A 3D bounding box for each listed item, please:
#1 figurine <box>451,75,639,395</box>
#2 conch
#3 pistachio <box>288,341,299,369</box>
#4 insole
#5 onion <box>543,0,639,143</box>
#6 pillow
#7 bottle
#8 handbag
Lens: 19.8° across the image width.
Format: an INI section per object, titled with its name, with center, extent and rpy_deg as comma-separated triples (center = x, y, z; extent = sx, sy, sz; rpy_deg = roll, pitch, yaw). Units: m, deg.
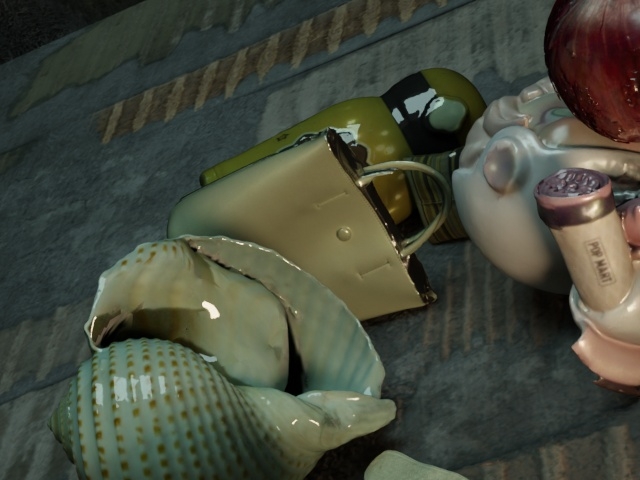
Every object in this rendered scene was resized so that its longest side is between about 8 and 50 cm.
[figurine]
center = 0.257, -0.029, 1.810
extent = 0.211, 0.253, 0.361
rpy_deg = -54, 27, 14
[conch]
center = -0.110, 0.160, 1.844
extent = 0.215, 0.319, 0.303
rpy_deg = 130, 143, -49
[pistachio]
center = -0.061, 0.124, 2.002
extent = 0.189, 0.110, 0.100
rpy_deg = -17, 51, 27
[insole]
center = 0.100, 0.237, 1.734
extent = 0.063, 0.010, 0.192
rpy_deg = -38, 27, -18
[onion]
center = 0.335, -0.189, 1.710
extent = 0.252, 0.219, 0.252
rpy_deg = -26, 40, 24
[pillow]
center = 0.192, -0.059, 2.078
extent = 0.203, 0.113, 0.038
rpy_deg = -11, 15, 36
[bottle]
center = 0.041, -0.088, 2.211
extent = 0.351, 0.171, 0.171
rpy_deg = -29, 25, 1
[handbag]
center = 0.000, 0.000, 2.017
extent = 0.315, 0.241, 0.109
rpy_deg = -17, 29, 31
